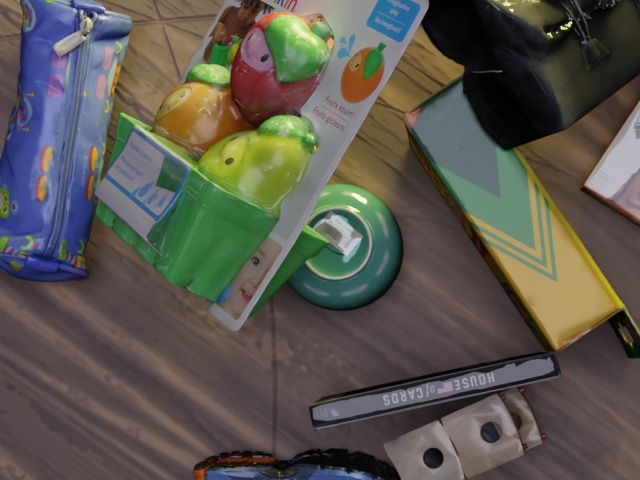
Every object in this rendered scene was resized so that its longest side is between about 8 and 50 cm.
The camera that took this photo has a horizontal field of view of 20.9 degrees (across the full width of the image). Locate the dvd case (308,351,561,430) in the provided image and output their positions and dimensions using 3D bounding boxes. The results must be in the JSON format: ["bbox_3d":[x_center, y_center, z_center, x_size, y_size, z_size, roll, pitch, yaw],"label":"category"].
[{"bbox_3d":[0.113,0.147,1.715,0.239,0.179,0.029,-13,86,3],"label":"dvd case"}]

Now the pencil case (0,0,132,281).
[{"bbox_3d":[-0.273,-0.109,1.789,0.119,0.133,0.306,10,87,-16],"label":"pencil case"}]

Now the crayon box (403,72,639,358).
[{"bbox_3d":[0.200,0.001,1.710,0.081,0.202,0.318,-34,83,1],"label":"crayon box"}]

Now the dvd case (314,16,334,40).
[{"bbox_3d":[-0.001,-0.217,1.836,0.120,0.013,0.087,-8,85,3],"label":"dvd case"}]

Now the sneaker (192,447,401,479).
[{"bbox_3d":[-0.018,0.262,1.775,0.221,0.083,0.087,-1,99,9],"label":"sneaker"}]

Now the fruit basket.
[{"bbox_3d":[-0.074,-0.124,1.689,0.165,0.327,0.353,19,101,-36],"label":"fruit basket"}]

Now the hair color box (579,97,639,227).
[{"bbox_3d":[0.351,-0.099,1.782,0.093,0.053,0.167,33,90,5],"label":"hair color box"}]

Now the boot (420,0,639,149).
[{"bbox_3d":[0.246,-0.338,1.675,0.445,0.146,0.367,-36,84,-24],"label":"boot"}]

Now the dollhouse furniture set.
[{"bbox_3d":[0.170,0.253,1.716,0.129,0.129,0.183,-26,83,14],"label":"dollhouse furniture set"}]

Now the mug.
[{"bbox_3d":[0.005,0.008,1.775,0.158,0.097,0.129,-8,85,3],"label":"mug"}]
